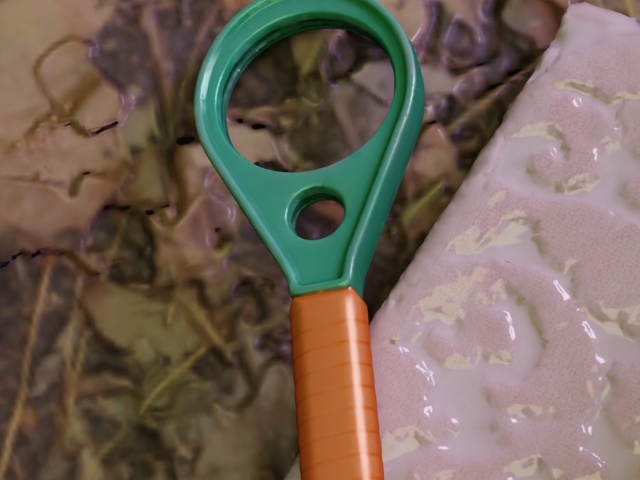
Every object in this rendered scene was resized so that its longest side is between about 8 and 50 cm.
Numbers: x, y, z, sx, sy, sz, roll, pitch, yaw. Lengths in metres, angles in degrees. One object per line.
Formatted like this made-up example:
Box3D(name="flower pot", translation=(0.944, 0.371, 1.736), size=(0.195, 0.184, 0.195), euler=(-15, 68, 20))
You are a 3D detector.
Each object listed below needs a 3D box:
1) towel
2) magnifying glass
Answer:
Box3D(name="towel", translation=(0.155, 0.108, 0.454), size=(0.331, 0.053, 0.317), euler=(31, 79, 17))
Box3D(name="magnifying glass", translation=(0.000, 0.000, 0.489), size=(0.092, 0.026, 0.231), euler=(-11, 64, 11))
